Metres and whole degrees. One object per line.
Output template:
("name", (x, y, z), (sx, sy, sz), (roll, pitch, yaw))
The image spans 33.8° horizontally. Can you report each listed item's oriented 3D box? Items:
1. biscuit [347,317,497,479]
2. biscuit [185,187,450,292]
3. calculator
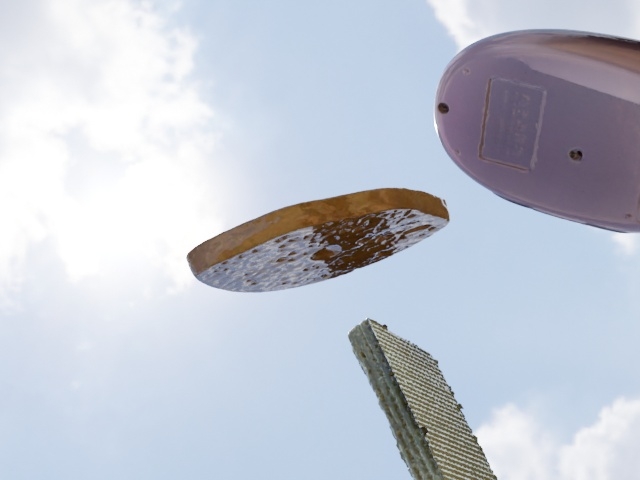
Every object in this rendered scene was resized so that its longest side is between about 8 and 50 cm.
("biscuit", (0.098, 0.168, 0.959), (0.121, 0.040, 0.199), (36, -159, -44))
("biscuit", (0.000, 0.000, 0.836), (0.221, 0.142, 0.029), (-13, -110, -17))
("calculator", (0.135, -0.051, 0.518), (0.024, 0.166, 0.103), (-53, -28, -49))
